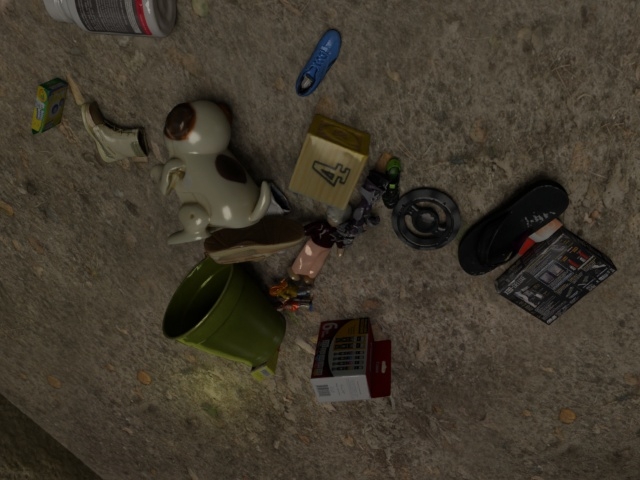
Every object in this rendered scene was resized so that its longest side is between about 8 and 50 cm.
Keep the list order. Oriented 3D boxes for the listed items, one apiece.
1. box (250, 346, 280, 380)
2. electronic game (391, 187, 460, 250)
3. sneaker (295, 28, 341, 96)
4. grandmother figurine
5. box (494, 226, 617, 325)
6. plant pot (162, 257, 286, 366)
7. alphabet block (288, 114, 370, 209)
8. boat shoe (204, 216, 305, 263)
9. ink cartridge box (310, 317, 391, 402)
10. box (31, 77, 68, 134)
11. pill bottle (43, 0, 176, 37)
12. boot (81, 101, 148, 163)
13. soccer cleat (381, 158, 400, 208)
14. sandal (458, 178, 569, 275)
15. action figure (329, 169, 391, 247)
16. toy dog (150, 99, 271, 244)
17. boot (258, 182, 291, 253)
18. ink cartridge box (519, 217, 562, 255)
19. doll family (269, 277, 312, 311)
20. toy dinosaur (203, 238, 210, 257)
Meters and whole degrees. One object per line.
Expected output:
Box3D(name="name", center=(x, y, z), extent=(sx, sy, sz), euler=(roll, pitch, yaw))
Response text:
Box3D(name="box", center=(-0.208, 0.433, 1.960), extent=(0.087, 0.232, 0.058), euler=(-31, 116, 23))
Box3D(name="electronic game", center=(0.354, -0.068, 1.677), extent=(0.229, 0.048, 0.230), euler=(7, 119, 13))
Box3D(name="sneaker", center=(-0.006, -0.507, 1.444), extent=(0.069, 0.082, 0.209), euler=(32, 119, -9))
Box3D(name="grandmother figurine", center=(0.000, 0.000, 1.751), extent=(0.207, 0.104, 0.342), euler=(14, 124, -33))
Box3D(name="box", center=(0.798, 0.124, 1.712), extent=(0.242, 0.077, 0.307), euler=(31, 121, -10))
Box3D(name="plant pot", center=(-0.325, 0.287, 1.849), extent=(0.366, 0.367, 0.353), euler=(-33, 123, 25))
Box3D(name="alphabet block", center=(0.030, -0.243, 1.538), extent=(0.193, 0.192, 0.197), euler=(19, 121, -6))
Box3D(name="boat shoe", center=(-0.213, 0.008, 1.677), extent=(0.340, 0.122, 0.110), euler=(-7, 142, 9))
Box3D(name="ink cartridge box", center=(0.124, 0.440, 1.871), extent=(0.271, 0.310, 0.130), euler=(-8, 120, 12))
Box3D(name="box", center=(-0.878, -0.426, 1.611), extent=(0.043, 0.105, 0.179), euler=(28, 122, -8))
Box3D(name="pill bottle", center=(-0.582, -0.663, 1.378), extent=(0.318, 0.176, 0.177), euler=(6, 122, 5))
Box3D(name="boot", center=(-0.671, -0.361, 1.637), extent=(0.164, 0.077, 0.213), euler=(-5, 125, 12))
Box3D(name="soccer cleat", center=(0.229, -0.176, 1.616), extent=(0.060, 0.072, 0.179), euler=(4, 122, 6))
Box3D(name="sandal", center=(0.597, -0.016, 1.608), extent=(0.167, 0.107, 0.446), euler=(28, 133, -7))
Box3D(name="action figure", center=(0.131, -0.081, 1.605), extent=(0.099, 0.185, 0.285), euler=(36, 127, 18))
Box3D(name="toy dog", center=(-0.357, -0.222, 1.535), extent=(0.395, 0.284, 0.408), euler=(-6, 103, 46))
Box3D(name="boot", center=(-0.152, -0.075, 1.721), extent=(0.123, 0.095, 0.258), euler=(-19, 116, 27))
Box3D(name="ink cartridge box", center=(0.679, -0.037, 1.651), extent=(0.145, 0.045, 0.179), euler=(31, 118, -10))
Box3D(name="doll family", center=(-0.111, 0.195, 1.841), extent=(0.163, 0.263, 0.119), euler=(1, 87, -1))
Box3D(name="toy dinosaur", center=(-0.390, 0.003, 1.791), extent=(0.064, 0.113, 0.211), euler=(0, 160, -12))
